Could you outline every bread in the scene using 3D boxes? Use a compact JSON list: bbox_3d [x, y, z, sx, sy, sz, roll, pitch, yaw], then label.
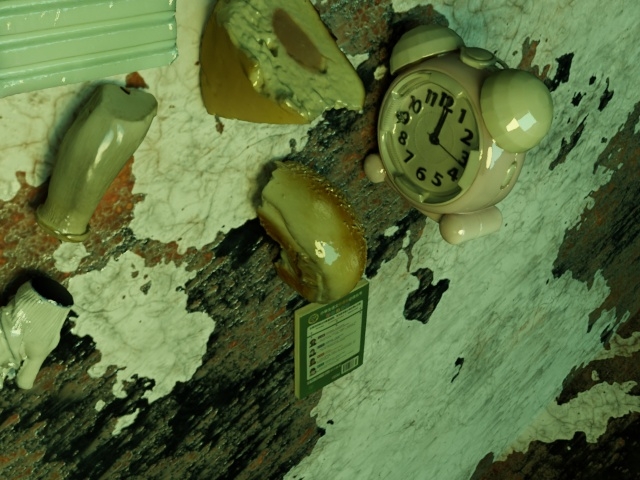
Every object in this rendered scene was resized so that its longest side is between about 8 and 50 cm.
[{"bbox_3d":[-0.062,-0.294,1.044,0.184,0.224,0.211,-29,126,-34],"label":"bread"},{"bbox_3d":[0.002,0.000,1.315,0.171,0.192,0.314,-36,136,-17],"label":"bread"}]

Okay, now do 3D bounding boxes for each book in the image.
[{"bbox_3d":[0.026,0.231,1.627,0.202,0.027,0.264,-23,132,-30],"label":"book"}]

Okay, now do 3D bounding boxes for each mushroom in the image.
[{"bbox_3d":[-0.327,-0.116,1.004,0.096,0.108,0.247,30,95,-8],"label":"mushroom"}]

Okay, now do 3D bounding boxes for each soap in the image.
[{"bbox_3d":[-0.310,-0.290,0.904,0.261,0.094,0.150,-21,135,-34],"label":"soap"}]

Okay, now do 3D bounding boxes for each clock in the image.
[{"bbox_3d":[0.247,-0.204,1.303,0.184,0.342,0.325,-25,139,-37],"label":"clock"}]

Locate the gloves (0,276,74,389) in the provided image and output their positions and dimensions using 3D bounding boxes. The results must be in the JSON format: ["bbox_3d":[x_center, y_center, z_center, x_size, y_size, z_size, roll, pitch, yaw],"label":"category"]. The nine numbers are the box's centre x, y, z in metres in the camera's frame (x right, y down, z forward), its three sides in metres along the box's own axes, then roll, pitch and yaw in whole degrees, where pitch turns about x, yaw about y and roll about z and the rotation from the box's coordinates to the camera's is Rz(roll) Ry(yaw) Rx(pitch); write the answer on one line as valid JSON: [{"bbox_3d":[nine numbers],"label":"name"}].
[{"bbox_3d":[-0.462,0.161,1.069,0.119,0.097,0.229,29,92,-45],"label":"gloves"}]
